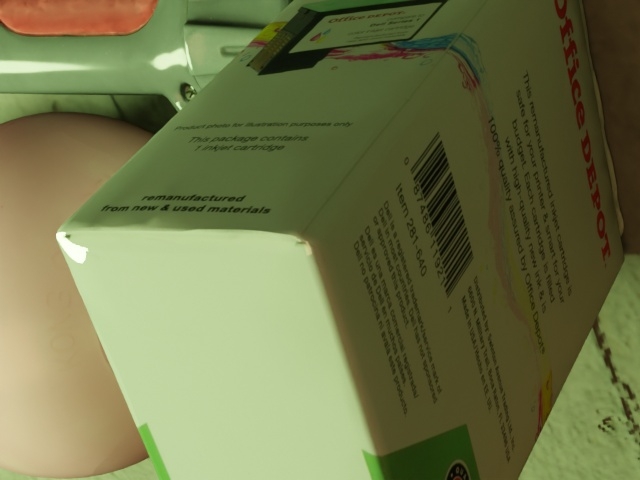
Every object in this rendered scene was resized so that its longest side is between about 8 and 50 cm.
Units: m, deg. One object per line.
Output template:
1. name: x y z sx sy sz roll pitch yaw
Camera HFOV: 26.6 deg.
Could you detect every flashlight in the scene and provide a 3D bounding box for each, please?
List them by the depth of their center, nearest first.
1. flashlight: -0.140 -0.127 0.732 0.304 0.103 0.103 2 139 22

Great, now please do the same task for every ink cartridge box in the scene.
1. ink cartridge box: 0.033 0.003 0.612 0.117 0.278 0.201 2 125 30

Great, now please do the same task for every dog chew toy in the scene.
1. dog chew toy: -0.204 0.030 0.819 0.332 0.206 0.206 0 125 40
